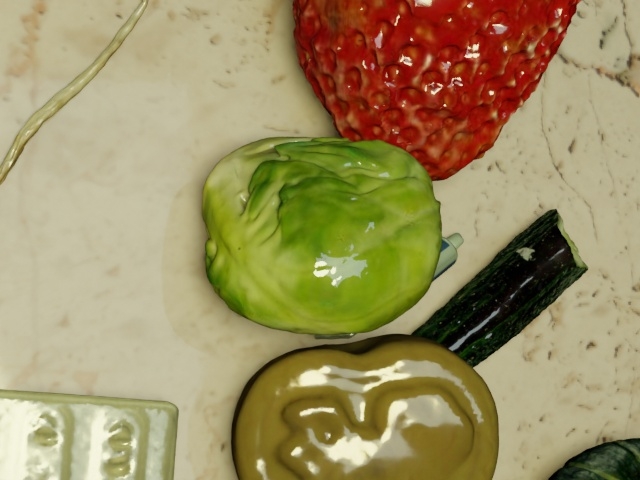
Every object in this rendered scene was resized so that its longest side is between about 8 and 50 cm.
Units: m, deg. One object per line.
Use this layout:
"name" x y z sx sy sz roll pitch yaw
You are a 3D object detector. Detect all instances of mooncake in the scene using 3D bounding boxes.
"mooncake" 0.040 0.199 1.174 0.234 0.117 0.235 0 89 -8

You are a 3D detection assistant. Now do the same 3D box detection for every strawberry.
"strawberry" 0.095 -0.244 1.235 0.291 0.310 0.292 13 42 -12

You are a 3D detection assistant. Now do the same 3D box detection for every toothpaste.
"toothpaste" 0.074 0.042 1.259 0.197 0.057 0.035 -35 108 -36

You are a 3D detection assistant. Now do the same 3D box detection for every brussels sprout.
"brussels sprout" 0.000 0.000 1.168 0.223 0.223 0.161 -33 132 -22

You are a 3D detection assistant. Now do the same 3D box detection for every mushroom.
"mushroom" -0.225 -0.141 1.201 0.028 0.026 0.286 30 73 3

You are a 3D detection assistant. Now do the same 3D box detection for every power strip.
"power strip" -0.250 0.179 1.113 0.256 0.070 0.105 7 79 -19

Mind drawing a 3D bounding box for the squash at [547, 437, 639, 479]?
"squash" 0.312 0.308 1.240 0.252 0.165 0.252 2 59 -3

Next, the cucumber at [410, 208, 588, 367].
"cucumber" 0.169 0.066 1.293 0.241 0.074 0.074 -40 97 -19
